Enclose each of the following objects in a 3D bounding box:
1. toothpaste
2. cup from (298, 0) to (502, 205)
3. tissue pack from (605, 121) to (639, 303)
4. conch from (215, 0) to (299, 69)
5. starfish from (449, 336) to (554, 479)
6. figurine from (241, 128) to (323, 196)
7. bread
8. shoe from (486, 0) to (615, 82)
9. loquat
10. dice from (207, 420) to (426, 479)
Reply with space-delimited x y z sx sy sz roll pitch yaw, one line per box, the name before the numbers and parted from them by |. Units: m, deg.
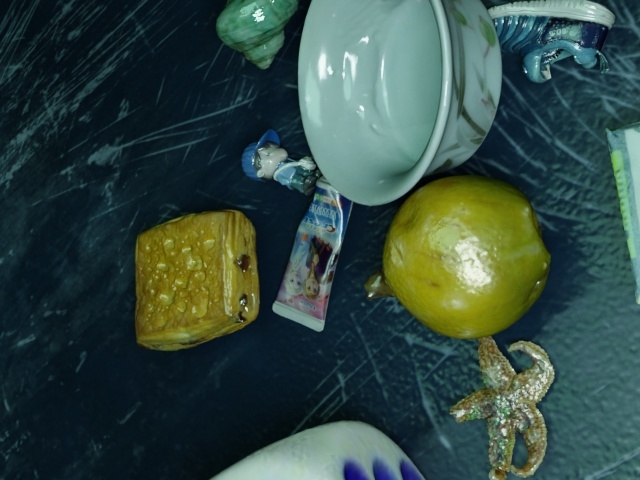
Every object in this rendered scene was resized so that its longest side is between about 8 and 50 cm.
toothpaste | 0.000 0.000 1.394 0.096 0.061 0.266 21 98 31
cup | 0.124 -0.225 1.256 0.347 0.163 0.347 15 107 58
tissue pack | 0.509 -0.054 1.052 0.311 0.128 0.227 -13 73 28
conch | -0.106 -0.382 1.485 0.176 0.122 0.188 8 82 52
starfish | 0.245 0.211 1.217 0.150 0.053 0.209 -21 66 12
figurine | -0.061 -0.112 1.445 0.136 0.077 0.079 37 135 15
bread | -0.196 0.065 1.469 0.235 0.099 0.210 -15 71 33
shoe | 0.293 -0.268 1.243 0.207 0.091 0.106 8 92 36
loquat | 0.171 0.025 1.192 0.246 0.213 0.213 -19 71 17
dice | -0.003 0.434 1.181 0.304 0.277 0.304 -37 62 21
